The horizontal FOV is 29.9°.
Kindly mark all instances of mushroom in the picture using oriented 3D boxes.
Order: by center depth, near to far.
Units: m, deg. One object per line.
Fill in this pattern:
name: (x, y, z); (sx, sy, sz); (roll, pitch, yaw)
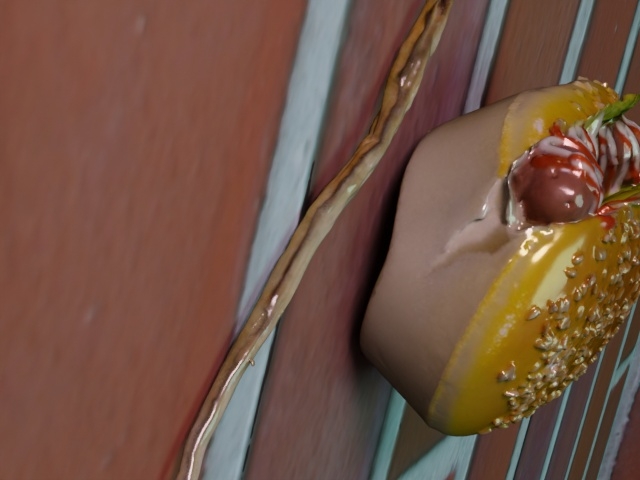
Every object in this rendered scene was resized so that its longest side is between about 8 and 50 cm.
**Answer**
mushroom: (0.001, -0.003, 0.450); (0.028, 0.026, 0.286); (100, 13, -68)

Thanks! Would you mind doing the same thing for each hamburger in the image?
hamburger: (0.102, 0.007, 0.579); (0.210, 0.116, 0.173); (-20, 127, -65)
